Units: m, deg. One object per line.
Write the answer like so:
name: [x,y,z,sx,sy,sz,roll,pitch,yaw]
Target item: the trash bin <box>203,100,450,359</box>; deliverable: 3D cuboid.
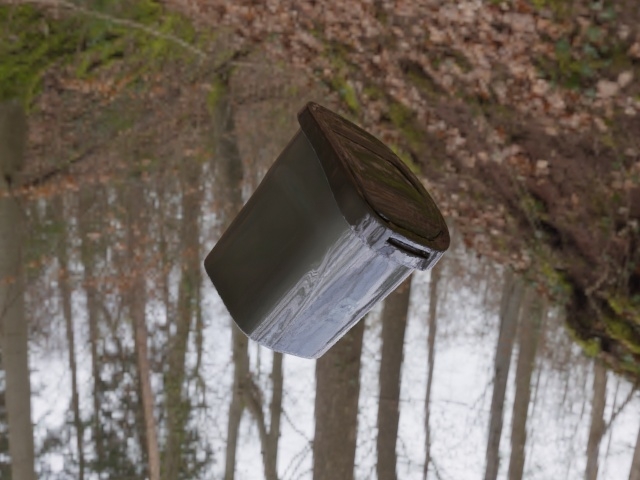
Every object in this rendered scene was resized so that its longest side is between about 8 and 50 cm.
trash bin: [0.000,0.000,1.216,0.220,0.250,0.219,24,-155,-46]
